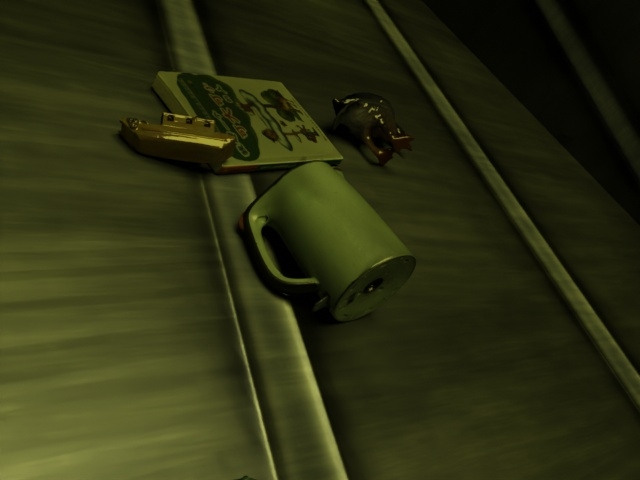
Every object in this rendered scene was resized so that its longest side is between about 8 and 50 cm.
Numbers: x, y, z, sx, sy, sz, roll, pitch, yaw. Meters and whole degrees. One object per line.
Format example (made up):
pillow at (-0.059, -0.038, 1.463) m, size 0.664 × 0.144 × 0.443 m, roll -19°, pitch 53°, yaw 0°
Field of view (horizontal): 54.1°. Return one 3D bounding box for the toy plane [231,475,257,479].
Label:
toy plane at (-0.074, 0.312, 0.685) m, size 0.235 × 0.060 × 0.096 m, roll 2°, pitch 54°, yaw -37°

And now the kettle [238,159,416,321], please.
kettle at (0.000, 0.000, 1.058) m, size 0.240 × 0.165 × 0.255 m, roll -25°, pitch 63°, yaw -23°

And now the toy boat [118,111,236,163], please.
toy boat at (-0.250, -0.184, 1.101) m, size 0.200 × 0.057 × 0.077 m, roll 5°, pitch 53°, yaw -18°

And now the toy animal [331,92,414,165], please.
toy animal at (0.131, -0.285, 1.547) m, size 0.298 × 0.122 × 0.185 m, roll 14°, pitch 44°, yaw -41°

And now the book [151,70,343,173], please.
book at (-0.139, -0.250, 1.324) m, size 0.371 × 0.043 × 0.260 m, roll -13°, pitch 59°, yaw -50°
